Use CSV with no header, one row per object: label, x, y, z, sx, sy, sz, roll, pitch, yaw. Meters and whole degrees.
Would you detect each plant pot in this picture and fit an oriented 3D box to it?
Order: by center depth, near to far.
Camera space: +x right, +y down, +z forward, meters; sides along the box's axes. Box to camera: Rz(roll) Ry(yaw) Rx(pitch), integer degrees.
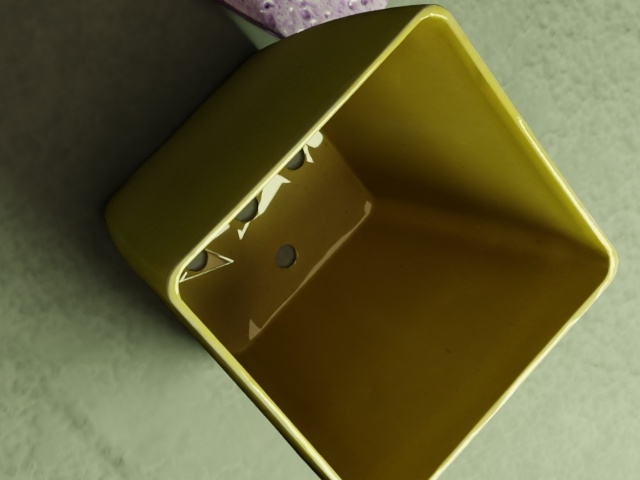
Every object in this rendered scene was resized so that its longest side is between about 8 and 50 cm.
plant pot,0.000,0.000,1.091,0.212,0.187,0.212,-47,121,-14

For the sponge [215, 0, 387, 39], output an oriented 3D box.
sponge,0.017,-0.217,1.140,0.117,0.031,0.210,28,87,-34
